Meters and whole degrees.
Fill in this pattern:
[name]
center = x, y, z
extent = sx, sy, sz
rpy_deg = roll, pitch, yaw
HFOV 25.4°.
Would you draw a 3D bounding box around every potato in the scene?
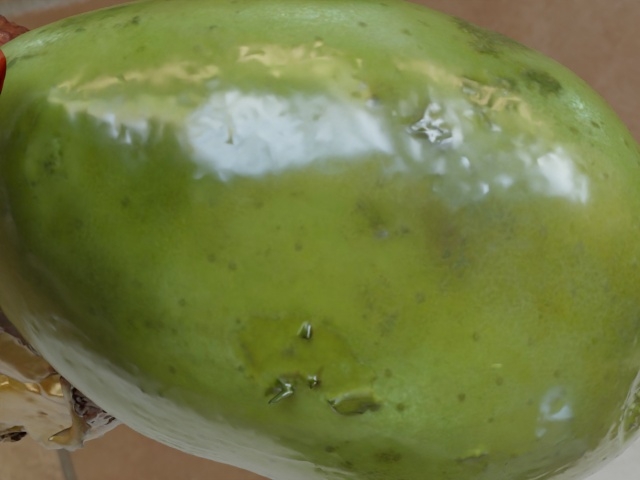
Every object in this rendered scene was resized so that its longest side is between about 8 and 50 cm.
[potato]
center = 0.001, 0.000, 0.590
extent = 0.304, 0.216, 0.216
rpy_deg = 19, 118, 11

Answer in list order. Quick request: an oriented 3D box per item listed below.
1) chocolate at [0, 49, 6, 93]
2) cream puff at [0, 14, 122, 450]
[chocolate]
center = -0.232, 0.023, 0.436
extent = 0.235, 0.108, 0.237
rpy_deg = 15, 94, -23
[cream puff]
center = -0.239, -0.024, 0.866
extent = 0.350, 0.229, 0.350
rpy_deg = 12, 153, 7
